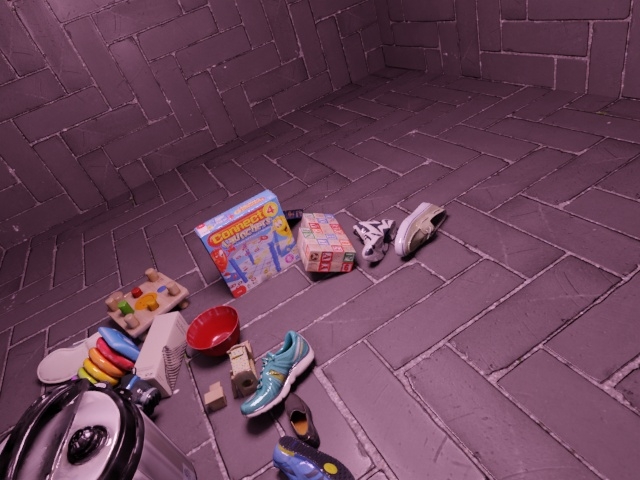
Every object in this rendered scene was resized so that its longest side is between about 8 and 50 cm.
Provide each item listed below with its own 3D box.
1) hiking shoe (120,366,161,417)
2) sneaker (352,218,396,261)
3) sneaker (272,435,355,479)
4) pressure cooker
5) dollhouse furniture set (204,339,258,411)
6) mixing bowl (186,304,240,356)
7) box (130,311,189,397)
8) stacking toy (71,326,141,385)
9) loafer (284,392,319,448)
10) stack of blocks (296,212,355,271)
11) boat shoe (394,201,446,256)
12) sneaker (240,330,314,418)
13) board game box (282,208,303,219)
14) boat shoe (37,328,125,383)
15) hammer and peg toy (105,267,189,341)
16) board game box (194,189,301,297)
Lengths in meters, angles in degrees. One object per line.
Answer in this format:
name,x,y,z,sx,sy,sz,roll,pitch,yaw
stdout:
hiking shoe,-0.595,0.517,1.175,0.132,0.113,0.304,34,65,19
sneaker,0.172,-0.005,1.561,0.153,0.094,0.235,5,42,34
sneaker,-0.018,0.534,0.962,0.210,0.082,0.069,18,6,24
pressure cooker,-0.503,0.525,0.893,0.370,0.420,0.375,16,49,39
dollhouse furniture set,-0.284,0.381,1.257,0.161,0.101,0.182,-25,35,-6
mixing bowl,-0.335,0.312,1.379,0.182,0.098,0.181,-14,35,10
box,-0.520,0.374,1.380,0.094,0.113,0.275,-13,36,9
stacking toy,-0.741,0.454,1.376,0.166,0.175,0.301,20,65,43
loafer,-0.054,0.452,1.079,0.062,0.061,0.170,-31,35,-12
stack of blocks,0.000,0.000,1.586,0.171,0.087,0.297,2,30,-18
boat shoe,0.364,-0.047,1.512,0.094,0.109,0.302,11,42,34
sneaker,-0.134,0.371,1.173,0.107,0.110,0.275,-17,23,48
board game box,-0.220,-0.108,1.875,0.244,0.042,0.165,-3,5,24
boat shoe,-0.867,0.422,1.532,0.320,0.116,0.099,-29,-8,0
hammer and peg toy,-0.705,0.223,1.661,0.362,0.127,0.266,19,50,43
board game box,-0.259,0.015,1.568,0.308,0.301,0.086,-31,36,-14
